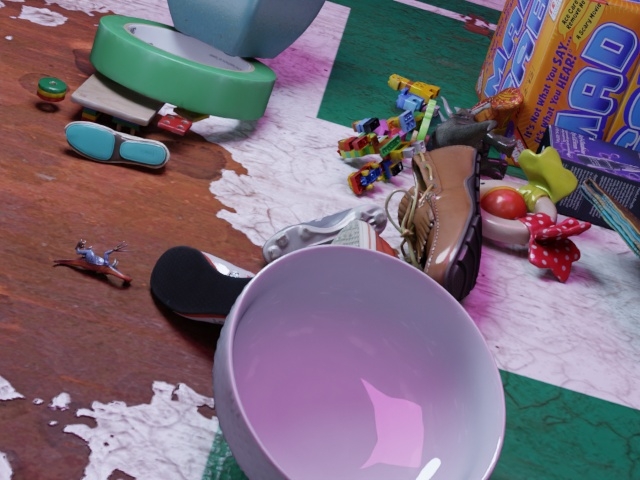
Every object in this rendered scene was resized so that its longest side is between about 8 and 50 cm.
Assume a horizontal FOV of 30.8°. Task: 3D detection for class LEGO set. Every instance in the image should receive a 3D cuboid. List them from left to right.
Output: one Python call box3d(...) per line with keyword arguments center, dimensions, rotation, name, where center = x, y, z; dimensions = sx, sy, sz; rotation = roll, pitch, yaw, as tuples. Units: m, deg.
box3d(center=(0.160, -0.268, 2.246), dimensions=(0.093, 0.087, 0.227), rotation=(27, 29, 15), name="LEGO set")

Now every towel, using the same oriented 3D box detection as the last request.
box3d(center=(0.569, 0.060, 1.851), dimensions=(0.271, 0.040, 0.370), rotation=(35, 17, -30), name="towel")

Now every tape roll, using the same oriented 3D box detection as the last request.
box3d(center=(-0.240, -0.305, 2.041), dimensions=(0.321, 0.077, 0.321), rotation=(19, 16, -6), name="tape roll")

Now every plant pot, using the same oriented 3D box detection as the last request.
box3d(center=(-0.135, -0.468, 2.100), dimensions=(0.247, 0.252, 0.248), rotation=(28, 19, 25), name="plant pot")

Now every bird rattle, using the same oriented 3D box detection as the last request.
box3d(center=(0.338, -0.036, 1.957), dimensions=(0.207, 0.143, 0.253), rotation=(6, 42, 4), name="bird rattle")

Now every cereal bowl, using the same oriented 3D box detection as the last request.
box3d(center=(0.030, 0.181, 1.303), dimensions=(0.339, 0.141, 0.338), rotation=(14, 51, -18), name="cereal bowl")

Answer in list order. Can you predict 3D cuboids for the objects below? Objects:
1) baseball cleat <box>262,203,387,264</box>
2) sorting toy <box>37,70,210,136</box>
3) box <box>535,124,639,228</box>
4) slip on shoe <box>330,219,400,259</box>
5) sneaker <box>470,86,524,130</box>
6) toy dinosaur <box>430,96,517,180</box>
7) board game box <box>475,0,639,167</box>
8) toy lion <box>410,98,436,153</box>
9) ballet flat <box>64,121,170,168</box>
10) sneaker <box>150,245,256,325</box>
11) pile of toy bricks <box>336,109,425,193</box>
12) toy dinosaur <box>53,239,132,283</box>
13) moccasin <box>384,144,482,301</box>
box3d(center=(0.000, 0.000, 1.735), dimensions=(0.206, 0.072, 0.109), rotation=(-16, 2, -21), name="baseball cleat")
box3d(center=(-0.328, -0.223, 1.948), dimensions=(0.275, 0.046, 0.132), rotation=(18, 29, 1), name="sorting toy")
box3d(center=(0.502, -0.112, 2.139), dimensions=(0.207, 0.108, 0.153), rotation=(16, 29, -1), name="box")
box3d(center=(0.067, 0.095, 1.556), dimensions=(0.101, 0.123, 0.331), rotation=(34, 27, -19), name="slip on shoe")
box3d(center=(0.344, -0.245, 2.193), dimensions=(0.067, 0.064, 0.175), rotation=(51, -13, -7), name="sneaker")
box3d(center=(0.265, -0.173, 2.081), dimensions=(0.160, 0.121, 0.313), rotation=(19, 11, 6), name="toy dinosaur")
box3d(center=(0.555, -0.348, 2.314), dimensions=(0.357, 0.356, 0.356), rotation=(11, 30, -10), name="board game box")
box3d(center=(0.193, -0.211, 2.155), dimensions=(0.034, 0.096, 0.100), rotation=(18, 30, 2), name="toy lion")
box3d(center=(-0.321, -0.146, 1.830), dimensions=(0.168, 0.057, 0.052), rotation=(16, 1, -9), name="ballet flat")
box3d(center=(-0.097, 0.087, 1.516), dimensions=(0.270, 0.090, 0.145), rotation=(12, -16, 43), name="sneaker")
box3d(center=(0.081, -0.161, 2.023), dimensions=(0.105, 0.118, 0.212), rotation=(-2, 25, 38), name="pile of toy bricks")
box3d(center=(-0.293, 0.037, 1.552), dimensions=(0.090, 0.047, 0.082), rotation=(-36, 62, -16), name="toy dinosaur")
box3d(center=(0.175, -0.033, 1.795), dimensions=(0.147, 0.139, 0.380), rotation=(0, 39, 7), name="moccasin")
